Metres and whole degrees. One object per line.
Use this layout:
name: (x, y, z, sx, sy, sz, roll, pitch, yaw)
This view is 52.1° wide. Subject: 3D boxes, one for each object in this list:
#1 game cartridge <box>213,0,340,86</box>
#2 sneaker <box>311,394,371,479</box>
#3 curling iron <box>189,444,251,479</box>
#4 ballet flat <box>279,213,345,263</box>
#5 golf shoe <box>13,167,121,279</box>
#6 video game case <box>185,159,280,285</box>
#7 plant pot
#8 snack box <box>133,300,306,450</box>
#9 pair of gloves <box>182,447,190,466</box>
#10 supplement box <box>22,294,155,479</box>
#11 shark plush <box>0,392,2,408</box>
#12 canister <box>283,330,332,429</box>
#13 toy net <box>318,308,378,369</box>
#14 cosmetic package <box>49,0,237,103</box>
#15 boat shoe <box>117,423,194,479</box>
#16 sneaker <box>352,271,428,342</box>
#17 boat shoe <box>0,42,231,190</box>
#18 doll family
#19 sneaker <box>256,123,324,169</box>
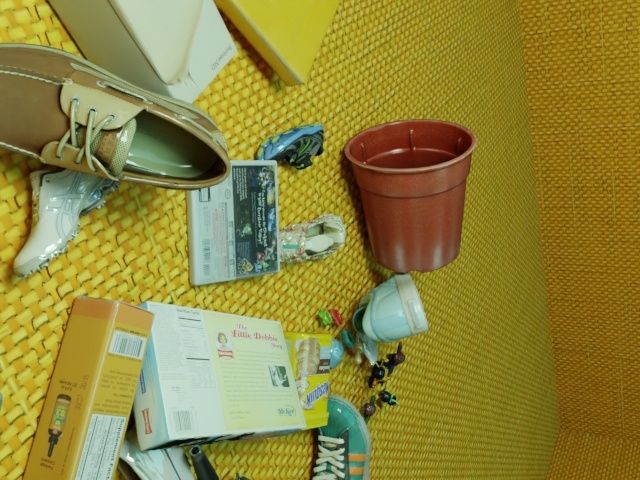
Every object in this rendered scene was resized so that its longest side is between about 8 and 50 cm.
game cartridge: (-0.087, -0.466, 1.075, 0.323, 0.052, 0.285, 42, 59, -40)
sneaker: (0.035, 0.459, 1.304, 0.121, 0.108, 0.302, -40, 126, -55)
curling iron: (-0.158, 0.357, 0.986, 0.068, 0.035, 0.274, -57, 155, -26)
ballet flat: (0.000, 0.000, 1.250, 0.241, 0.077, 0.091, -23, 110, -56)
golf shoe: (-0.318, -0.037, 0.767, 0.086, 0.069, 0.176, 47, 46, -27)
video game case: (-0.137, -0.033, 1.047, 0.173, 0.022, 0.191, -7, 97, -44)
plant pot: (0.201, -0.090, 1.417, 0.272, 0.272, 0.265, -47, 137, -47)
snack box: (-0.147, 0.202, 0.976, 0.322, 0.060, 0.187, 21, 49, -57)
pair of gloves: (-0.208, 0.286, 0.943, 0.010, 0.074, 0.083, -20, 114, -21)
supplement box: (-0.282, 0.191, 0.807, 0.080, 0.078, 0.234, 37, 61, -56)
shark plush: (-0.376, 0.229, 0.665, 0.073, 0.067, 0.161, 51, 50, -47)
canister: (-0.032, 0.257, 1.219, 0.126, 0.073, 0.170, 14, 78, -58)
toy net: (0.052, 0.213, 1.387, 0.232, 0.045, 0.122, 22, 44, -59)
cosmetic package: (-0.244, -0.323, 0.807, 0.160, 0.113, 0.309, -62, 139, -35)
boat shoe: (-0.214, 0.376, 0.913, 0.088, 0.096, 0.268, -36, 120, -43)
sneaker: (0.139, 0.144, 1.428, 0.366, 0.150, 0.135, 33, 42, -85)
boat shoe: (-0.241, -0.127, 0.724, 0.324, 0.120, 0.123, 7, 113, -36)
doll family: (0.140, 0.316, 1.454, 0.111, 0.076, 0.193, 97, 3, -73)
sneaker: (-0.044, -0.162, 1.178, 0.188, 0.067, 0.078, -32, 116, -55)
